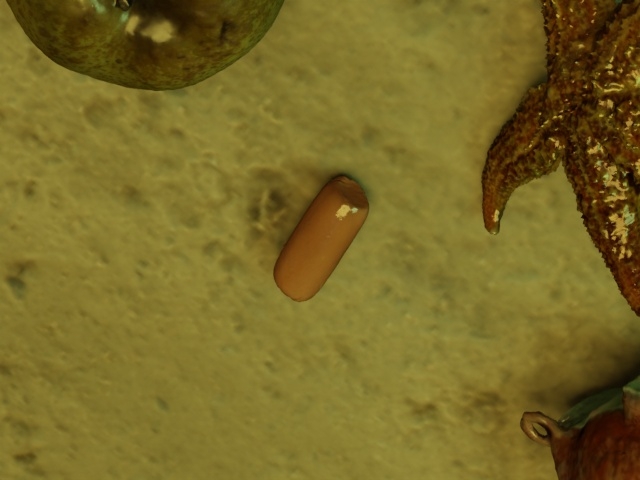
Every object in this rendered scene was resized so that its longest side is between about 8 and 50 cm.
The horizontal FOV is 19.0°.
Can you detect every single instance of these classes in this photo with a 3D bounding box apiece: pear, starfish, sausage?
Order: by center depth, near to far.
[{"bbox_3d":[-0.095,-0.158,1.030,0.167,0.136,0.167,1,134,1],"label":"pear"},{"bbox_3d":[0.152,-0.066,1.049,0.043,0.227,0.240,-6,154,-33],"label":"starfish"},{"bbox_3d":[0.000,0.000,1.152,0.034,0.034,0.083,29,117,-6],"label":"sausage"}]

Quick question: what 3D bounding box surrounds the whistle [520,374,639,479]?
[{"bbox_3d":[0.273,0.171,1.112,0.346,0.134,0.142,23,122,20],"label":"whistle"}]
